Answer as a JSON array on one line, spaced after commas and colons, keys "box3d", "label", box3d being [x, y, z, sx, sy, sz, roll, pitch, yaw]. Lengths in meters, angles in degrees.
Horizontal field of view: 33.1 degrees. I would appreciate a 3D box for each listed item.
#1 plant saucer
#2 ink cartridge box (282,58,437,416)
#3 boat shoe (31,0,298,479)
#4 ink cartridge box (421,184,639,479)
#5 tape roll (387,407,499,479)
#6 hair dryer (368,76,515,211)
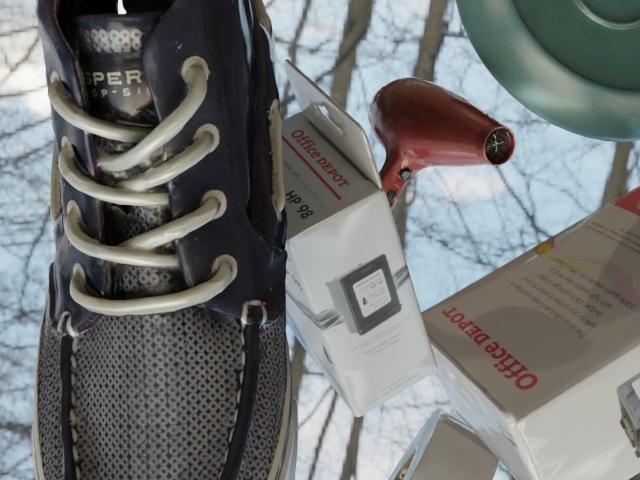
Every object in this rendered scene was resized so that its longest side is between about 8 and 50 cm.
[{"box3d": [0.289, -0.256, 1.101, 0.317, 0.044, 0.318, 5, -108, -16], "label": "plant saucer"}, {"box3d": [0.000, 0.000, 0.612, 0.060, 0.180, 0.104, -29, -141, -10], "label": "ink cartridge box"}, {"box3d": [-0.080, -0.012, 0.469, 0.127, 0.158, 0.341, -6, -118, 4], "label": "boat shoe"}, {"box3d": [0.271, 0.082, 0.986, 0.306, 0.131, 0.226, -31, -156, -6], "label": "ink cartridge box"}, {"box3d": [0.135, 0.376, 1.480, 0.100, 0.286, 0.286, 30, -146, 5], "label": "tape roll"}, {"box3d": [0.075, -0.054, 1.057, 0.080, 0.293, 0.224, 20, -124, -35], "label": "hair dryer"}]
